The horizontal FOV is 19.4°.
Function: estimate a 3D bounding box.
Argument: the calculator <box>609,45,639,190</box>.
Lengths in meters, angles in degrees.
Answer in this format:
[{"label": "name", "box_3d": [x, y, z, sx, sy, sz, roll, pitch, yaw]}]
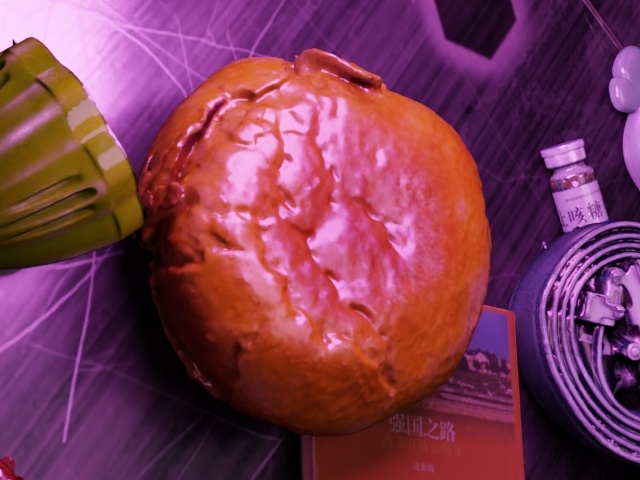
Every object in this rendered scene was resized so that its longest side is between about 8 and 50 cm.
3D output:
[{"label": "calculator", "box_3d": [0.419, -0.098, 2.103, 0.299, 0.041, 0.185, 46, 55, -26]}]

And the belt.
[{"label": "belt", "box_3d": [0.309, 0.109, 1.881, 0.206, 0.116, 0.268, -28, 96, -15]}]

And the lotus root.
[{"label": "lotus root", "box_3d": [-0.253, -0.043, 1.448, 0.186, 0.186, 0.186, 9, 75, -39]}]

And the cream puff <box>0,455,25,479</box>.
[{"label": "cream puff", "box_3d": [-0.345, 0.229, 1.250, 0.350, 0.228, 0.350, 14, 57, -23]}]

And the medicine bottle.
[{"label": "medicine bottle", "box_3d": [0.279, -0.009, 1.958, 0.051, 0.051, 0.191, -22, 95, -41]}]

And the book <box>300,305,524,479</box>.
[{"label": "book", "box_3d": [0.091, 0.223, 1.731, 0.262, 0.028, 0.374, 13, 65, -35]}]

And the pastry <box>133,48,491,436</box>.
[{"label": "pastry", "box_3d": [0.000, 0.000, 1.622, 0.356, 0.164, 0.356, 15, 65, -34]}]
